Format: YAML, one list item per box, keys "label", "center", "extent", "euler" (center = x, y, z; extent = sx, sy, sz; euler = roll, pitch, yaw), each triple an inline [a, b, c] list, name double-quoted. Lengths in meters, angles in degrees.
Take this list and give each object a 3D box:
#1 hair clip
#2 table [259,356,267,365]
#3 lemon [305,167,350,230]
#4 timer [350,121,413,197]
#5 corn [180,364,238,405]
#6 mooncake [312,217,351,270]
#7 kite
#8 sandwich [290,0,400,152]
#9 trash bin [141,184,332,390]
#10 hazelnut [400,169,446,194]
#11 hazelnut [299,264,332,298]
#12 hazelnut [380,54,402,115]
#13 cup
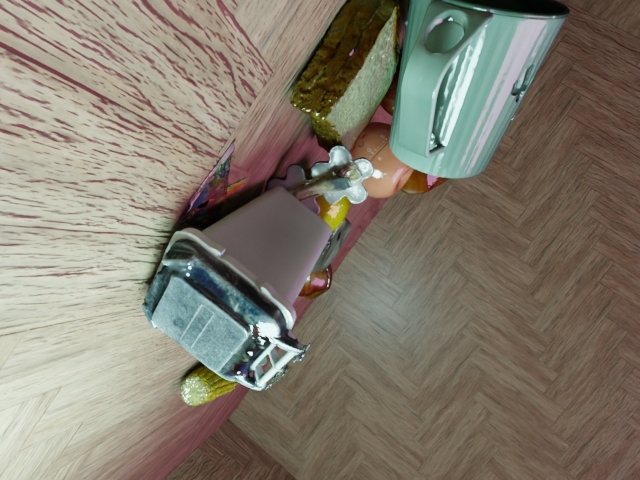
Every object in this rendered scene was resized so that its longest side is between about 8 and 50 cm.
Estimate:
- label: "hair clip"
  center: [-0.001, -0.121, 0.934]
  extent: [0.257, 0.146, 0.075]
  euler: [-14, -145, 31]
- label: "table"
  center: [-0.256, 0.367, 1.598]
  extent: [0.166, 0.166, 0.198]
  euler: [-38, 153, -56]
- label: "lemon"
  center: [-0.011, -0.099, 1.083]
  extent: [0.206, 0.173, 0.173]
  euler: [-54, 171, 35]
- label: "timer"
  center: [0.181, -0.255, 1.316]
  extent: [0.229, 0.215, 0.230]
  euler: [-45, 162, -19]
- label: "corn"
  center: [-0.391, 0.504, 1.483]
  extent: [0.131, 0.131, 0.344]
  euler: [-53, 169, -5]
- label: "mooncake"
  center: [-0.004, -0.003, 1.517]
  extent: [0.250, 0.136, 0.254]
  euler: [-56, 165, 2]
- label: "kite"
  center: [-0.194, -0.083, 0.770]
  extent: [0.183, 0.014, 0.241]
  euler: [-43, 164, -47]
- label: "sandwich"
  center: [0.066, -0.334, 0.866]
  extent: [0.271, 0.099, 0.301]
  euler: [-61, 168, 2]
- label: "trash bin"
  center: [-0.124, 0.073, 0.843]
  extent: [0.256, 0.296, 0.368]
  euler: [-52, 180, 37]
- label: "hazelnut"
  center: [0.438, -0.377, 1.819]
  extent: [0.372, 0.315, 0.372]
  euler: [-25, 123, -47]
- label: "hazelnut"
  center: [-0.036, 0.138, 1.729]
  extent: [0.181, 0.181, 0.212]
  euler: [-43, 165, 25]
- label: "hazelnut"
  center: [0.263, -0.439, 1.188]
  extent: [0.204, 0.178, 0.178]
  euler: [-43, 167, -20]
- label: "cup"
  center: [0.287, -0.366, 0.934]
  extent: [0.401, 0.310, 0.392]
  euler: [-13, 135, -23]
